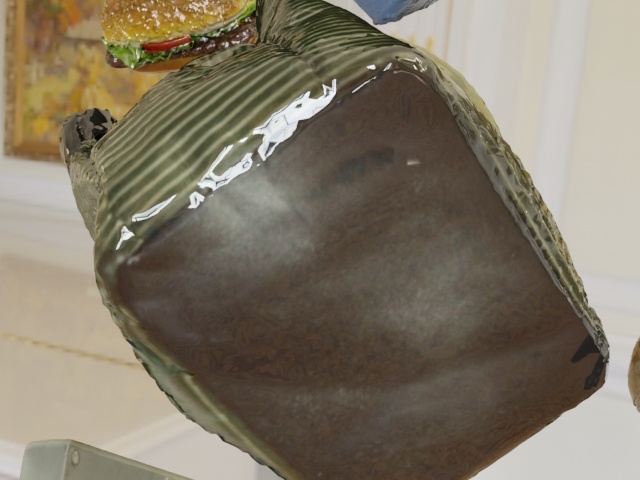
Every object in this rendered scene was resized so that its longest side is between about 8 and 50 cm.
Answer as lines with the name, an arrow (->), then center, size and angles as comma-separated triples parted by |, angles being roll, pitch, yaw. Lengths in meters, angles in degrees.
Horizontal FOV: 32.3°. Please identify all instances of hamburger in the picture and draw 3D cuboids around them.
hamburger -> -0.126, -0.215, 1.017 | 0.166, 0.087, 0.137 | -6, 46, 22

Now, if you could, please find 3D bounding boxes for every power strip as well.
power strip -> -0.103, 0.242, 0.855 | 0.043, 0.106, 0.367 | -8, -25, 28

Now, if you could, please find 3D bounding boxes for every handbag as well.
handbag -> 0.000, 0.000, 0.712 | 0.341, 0.247, 0.240 | 49, 6, -36

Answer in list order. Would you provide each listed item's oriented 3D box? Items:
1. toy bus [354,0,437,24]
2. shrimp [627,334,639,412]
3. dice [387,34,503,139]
toy bus -> 0.027, -0.279, 0.825 | 0.133, 0.234, 0.116 | -39, -4, -35
shrimp -> 0.434, 0.084, 1.192 | 0.058, 0.296, 0.169 | 28, 35, -14
dice -> 0.052, -0.084, 1.265 | 0.238, 0.233, 0.227 | 0, 52, -38
